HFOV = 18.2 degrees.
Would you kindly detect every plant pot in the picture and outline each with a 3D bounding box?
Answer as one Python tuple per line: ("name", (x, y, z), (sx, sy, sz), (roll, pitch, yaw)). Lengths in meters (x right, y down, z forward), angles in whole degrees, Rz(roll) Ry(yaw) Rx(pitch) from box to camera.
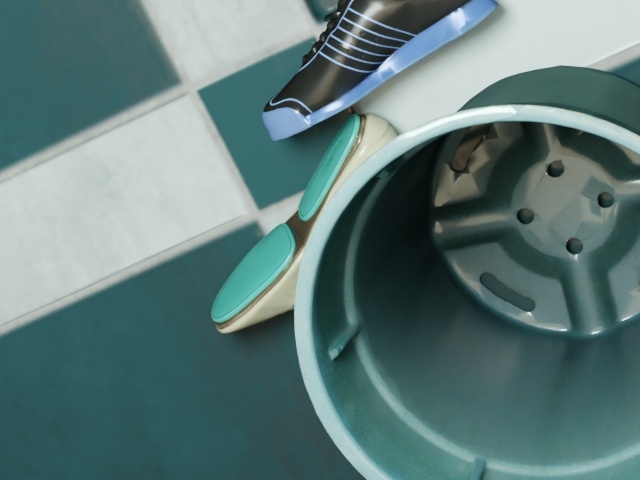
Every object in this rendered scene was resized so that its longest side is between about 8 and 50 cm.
("plant pot", (0.182, 0.017, 1.600), (0.341, 0.334, 0.341), (4, 109, 12))

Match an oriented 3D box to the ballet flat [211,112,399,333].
("ballet flat", (0.000, 0.000, 1.777), (0.086, 0.086, 0.248), (37, 111, -1))

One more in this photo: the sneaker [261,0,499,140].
("sneaker", (0.035, -0.176, 1.711), (0.232, 0.081, 0.090), (-32, 96, 13))
